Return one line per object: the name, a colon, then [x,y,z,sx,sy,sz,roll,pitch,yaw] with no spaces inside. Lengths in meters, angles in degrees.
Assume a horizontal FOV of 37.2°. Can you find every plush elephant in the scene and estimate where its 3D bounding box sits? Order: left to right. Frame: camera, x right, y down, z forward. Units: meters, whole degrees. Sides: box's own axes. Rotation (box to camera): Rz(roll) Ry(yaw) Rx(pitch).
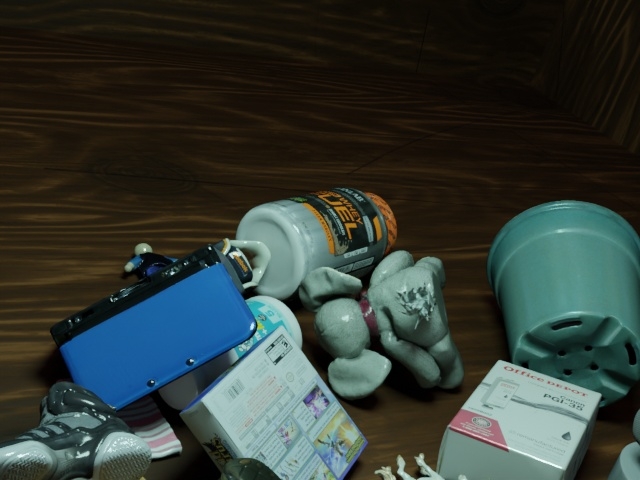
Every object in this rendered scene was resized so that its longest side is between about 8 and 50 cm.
plush elephant: [0.107,0.157,1.787,0.255,0.271,0.330,-14,-16,14]

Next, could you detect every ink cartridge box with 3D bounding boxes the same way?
ink cartridge box: [0.351,0.339,1.661,0.207,0.117,0.283,17,25,22]

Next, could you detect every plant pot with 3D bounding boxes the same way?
plant pot: [0.517,0.149,1.959,0.341,0.341,0.334,16,35,-3]

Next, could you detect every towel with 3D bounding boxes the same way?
towel: [-0.320,0.276,1.499,0.144,0.029,0.197,-4,33,-35]

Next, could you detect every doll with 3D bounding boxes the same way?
doll: [-0.328,0.061,1.887,0.129,0.046,0.189,1,31,-32]

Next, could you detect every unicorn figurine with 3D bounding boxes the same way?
unicorn figurine: [0.176,0.396,1.553,0.162,0.060,0.111,-14,38,-21]

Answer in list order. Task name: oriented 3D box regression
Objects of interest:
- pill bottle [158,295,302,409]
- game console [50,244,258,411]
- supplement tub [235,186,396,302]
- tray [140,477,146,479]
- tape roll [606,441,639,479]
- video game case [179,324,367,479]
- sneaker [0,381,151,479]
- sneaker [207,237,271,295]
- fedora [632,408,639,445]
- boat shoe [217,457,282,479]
pill bottle: [-0.159,0.197,1.619,0.146,0.146,0.264,30,30,24]
game console: [-0.269,0.150,1.558,0.293,0.173,0.250,-27,-4,-10]
supplement tub: [0.000,0.000,2.025,0.207,0.207,0.338,34,31,30]
tray: [-0.260,0.416,1.219,0.411,0.076,0.203,33,30,30]
tape roll: [0.621,0.456,1.683,0.219,0.072,0.219,14,26,-7]
video game case: [-0.063,0.291,1.461,0.244,0.061,0.269,54,31,-1]
sneaker: [-0.368,0.268,1.251,0.269,0.101,0.153,3,29,-39]
sneaker: [-0.212,0.077,1.787,0.126,0.127,0.321,58,35,-7]
fedora: [0.642,0.337,1.647,0.275,0.243,0.124,6,-1,-23]
boat shoe: [-0.039,0.440,1.261,0.324,0.120,0.122,46,13,22]
